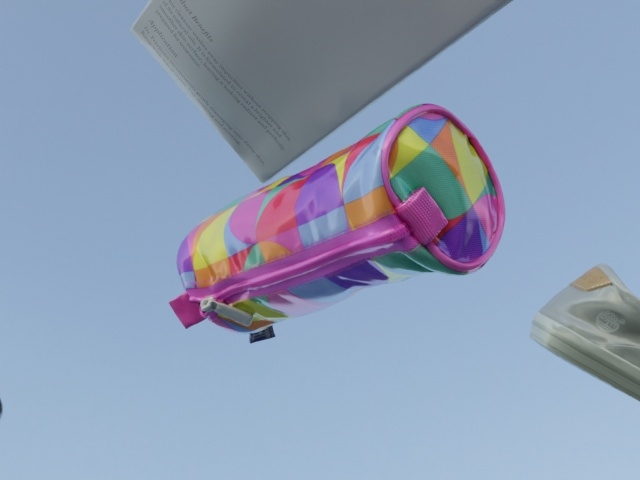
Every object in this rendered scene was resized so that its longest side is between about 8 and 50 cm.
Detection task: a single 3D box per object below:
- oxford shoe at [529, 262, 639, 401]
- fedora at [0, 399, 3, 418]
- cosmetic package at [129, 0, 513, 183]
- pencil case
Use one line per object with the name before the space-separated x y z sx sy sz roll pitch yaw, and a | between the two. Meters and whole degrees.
oxford shoe | 0.454 0.163 0.851 0.449 0.169 0.130 29 -91 4
fedora | -0.452 0.122 0.774 0.275 0.124 0.244 -30 -46 20
cosmetic package | 0.017 -0.233 0.679 0.217 0.156 0.385 50 -40 -10
pencil case | 0.000 0.000 0.490 0.104 0.104 0.236 38 -37 -23
